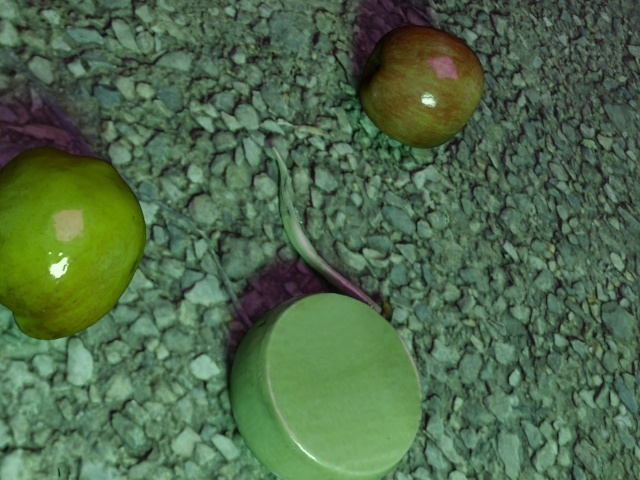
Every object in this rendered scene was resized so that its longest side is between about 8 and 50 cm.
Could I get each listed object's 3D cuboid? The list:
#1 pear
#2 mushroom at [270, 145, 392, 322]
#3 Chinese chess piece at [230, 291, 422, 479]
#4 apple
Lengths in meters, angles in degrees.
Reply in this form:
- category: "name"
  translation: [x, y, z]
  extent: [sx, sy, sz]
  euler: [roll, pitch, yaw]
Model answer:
- category: "pear"
  translation: [-0.287, 0.003, 0.949]
  extent: [0.200, 0.200, 0.200]
  euler: [16, 57, -26]
- category: "mushroom"
  translation: [-0.002, 0.002, 1.243]
  extent: [0.306, 0.043, 0.068]
  euler: [53, 31, 4]
- category: "Chinese chess piece"
  translation: [0.008, 0.189, 1.099]
  extent: [0.250, 0.101, 0.250]
  euler: [16, 57, -26]
- category: "apple"
  translation: [0.156, -0.244, 1.384]
  extent: [0.173, 0.188, 0.188]
  euler: [20, 55, -15]
